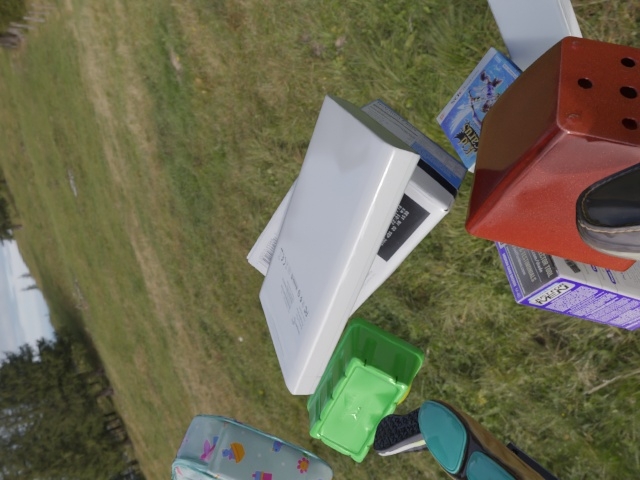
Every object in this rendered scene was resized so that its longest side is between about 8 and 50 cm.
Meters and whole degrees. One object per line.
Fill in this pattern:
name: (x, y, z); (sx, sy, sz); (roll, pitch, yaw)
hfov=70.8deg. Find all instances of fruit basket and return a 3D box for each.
fruit basket: (0.151, 0.429, 1.384); (0.283, 0.392, 0.392); (28, 134, 4)

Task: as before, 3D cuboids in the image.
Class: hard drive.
hard drive: (0.514, -0.553, 1.102); (0.307, 0.040, 0.203); (57, 170, -20)
hard drive: (0.336, 0.377, 0.672); (0.135, 0.022, 0.094); (32, 145, 46)
hard drive: (0.000, 0.000, 0.629); (0.233, 0.047, 0.353); (-120, 44, -54)

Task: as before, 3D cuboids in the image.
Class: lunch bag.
lunch bag: (-0.125, 0.427, 0.813); (0.224, 0.279, 0.108); (118, 175, -49)

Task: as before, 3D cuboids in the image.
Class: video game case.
video game case: (0.446, -0.347, 1.207); (0.244, 0.061, 0.269); (-55, 31, 35)

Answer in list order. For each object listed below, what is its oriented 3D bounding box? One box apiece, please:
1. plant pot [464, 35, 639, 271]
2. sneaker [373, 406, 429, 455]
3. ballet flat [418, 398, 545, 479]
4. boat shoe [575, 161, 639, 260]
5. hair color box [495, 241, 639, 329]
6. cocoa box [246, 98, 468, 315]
plant pot: (0.403, -0.143, 0.691); (0.235, 0.267, 0.267); (89, -163, -64)
sneaker: (0.198, 0.403, 0.912); (0.097, 0.084, 0.235); (34, 140, -12)
ballet flat: (0.202, 0.276, 0.562); (0.232, 0.073, 0.080); (-148, 77, -73)
boat shoe: (0.411, -0.088, 0.397); (0.355, 0.130, 0.132); (-21, 40, 32)
hair color box: (0.523, 0.054, 0.904); (0.110, 0.339, 0.185); (-51, 33, 44)
cocoa box: (0.068, -0.048, 0.857); (0.231, 0.228, 0.347); (39, 126, 4)
